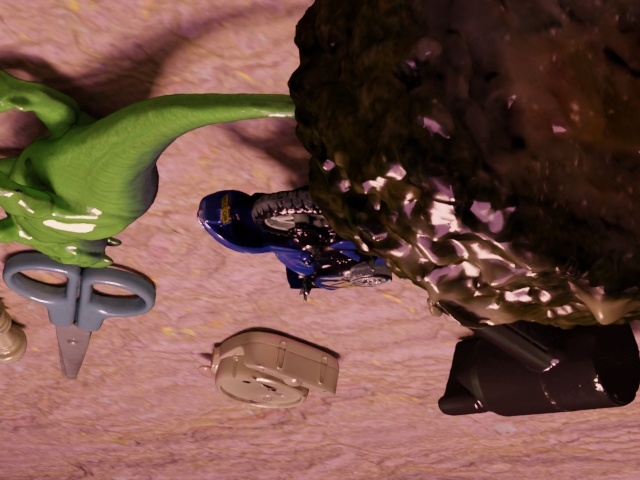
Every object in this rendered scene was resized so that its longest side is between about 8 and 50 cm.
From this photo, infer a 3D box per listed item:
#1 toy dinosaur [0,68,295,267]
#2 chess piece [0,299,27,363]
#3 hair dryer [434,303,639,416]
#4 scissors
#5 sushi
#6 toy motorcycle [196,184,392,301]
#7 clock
[{"bbox_3d":[-0.170,-0.035,1.359,0.500,0.144,0.374,2,161,24],"label":"toy dinosaur"},{"bbox_3d":[-0.440,0.112,1.872,0.059,0.059,0.149,5,149,4],"label":"chess piece"},{"bbox_3d":[0.198,0.119,1.624,0.244,0.116,0.302,-13,146,39],"label":"hair dryer"},{"bbox_3d":[-0.334,0.118,1.874,0.192,0.029,0.447,11,156,-8],"label":"scissors"},{"bbox_3d":[0.154,-0.087,0.957,0.352,0.294,0.178,18,158,-27],"label":"sushi"},{"bbox_3d":[0.000,0.000,1.404,0.169,0.113,0.315,-10,163,28],"label":"toy motorcycle"},{"bbox_3d":[-0.079,0.186,1.913,0.151,0.062,0.191,22,153,-30],"label":"clock"}]
